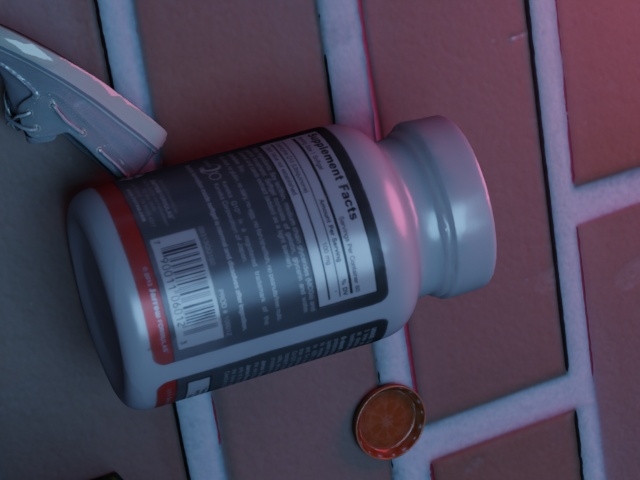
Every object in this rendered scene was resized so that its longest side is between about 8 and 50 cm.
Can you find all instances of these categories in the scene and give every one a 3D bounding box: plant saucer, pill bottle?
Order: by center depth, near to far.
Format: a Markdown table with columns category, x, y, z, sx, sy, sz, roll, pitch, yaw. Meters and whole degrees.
| category | x | y | z | sx | sy | sz | roll | pitch | yaw |
| --- | --- | --- | --- | --- | --- | --- | --- | --- | --- |
| pill bottle | -0.035 | 0.011 | 1.747 | 0.362 | 0.210 | 0.210 | -15 | 112 | -15 |
| plant saucer | 0.072 | 0.191 | 1.990 | 0.083 | 0.013 | 0.084 | -8 | 108 | -24 |

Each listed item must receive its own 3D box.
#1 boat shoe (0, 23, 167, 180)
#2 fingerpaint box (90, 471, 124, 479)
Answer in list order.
| category | x | y | z | sx | sy | sz | roll | pitch | yaw |
| --- | --- | --- | --- | --- | --- | --- | --- | --- | --- |
| boat shoe | -0.238 | -0.121 | 1.696 | 0.227 | 0.079 | 0.081 | 34 | 87 | -36 |
| fingerpaint box | -0.262 | 0.390 | 1.632 | 0.371 | 0.445 | 0.163 | -14 | 110 | -22 |
